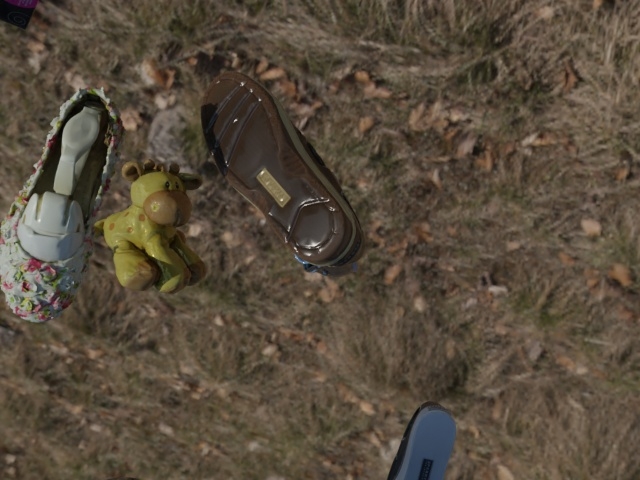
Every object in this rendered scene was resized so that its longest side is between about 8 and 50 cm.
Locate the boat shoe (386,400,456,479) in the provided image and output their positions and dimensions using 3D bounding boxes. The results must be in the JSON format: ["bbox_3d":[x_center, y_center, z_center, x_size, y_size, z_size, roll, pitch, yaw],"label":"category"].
[{"bbox_3d":[0.129,0.333,1.094,0.080,0.228,0.076,14,-175,-2],"label":"boat shoe"}]

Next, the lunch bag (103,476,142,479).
[{"bbox_3d":[-0.237,0.428,0.866,0.212,0.256,0.305,-7,179,-36],"label":"lunch bag"}]

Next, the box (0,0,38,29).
[{"bbox_3d":[-0.425,-0.426,1.025,0.163,0.142,0.247,18,152,-28],"label":"box"}]

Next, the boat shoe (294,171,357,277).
[{"bbox_3d":[0.000,0.000,1.042,0.089,0.109,0.258,-11,151,1],"label":"boat shoe"}]

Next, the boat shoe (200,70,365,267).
[{"bbox_3d":[-0.039,-0.070,0.822,0.095,0.257,0.095,-40,153,17],"label":"boat shoe"}]

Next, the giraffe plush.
[{"bbox_3d":[-0.265,-0.037,1.265,0.210,0.170,0.181,37,-157,16],"label":"giraffe plush"}]

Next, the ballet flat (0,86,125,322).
[{"bbox_3d":[-0.242,-0.046,0.725,0.091,0.241,0.077,13,152,-13],"label":"ballet flat"}]
